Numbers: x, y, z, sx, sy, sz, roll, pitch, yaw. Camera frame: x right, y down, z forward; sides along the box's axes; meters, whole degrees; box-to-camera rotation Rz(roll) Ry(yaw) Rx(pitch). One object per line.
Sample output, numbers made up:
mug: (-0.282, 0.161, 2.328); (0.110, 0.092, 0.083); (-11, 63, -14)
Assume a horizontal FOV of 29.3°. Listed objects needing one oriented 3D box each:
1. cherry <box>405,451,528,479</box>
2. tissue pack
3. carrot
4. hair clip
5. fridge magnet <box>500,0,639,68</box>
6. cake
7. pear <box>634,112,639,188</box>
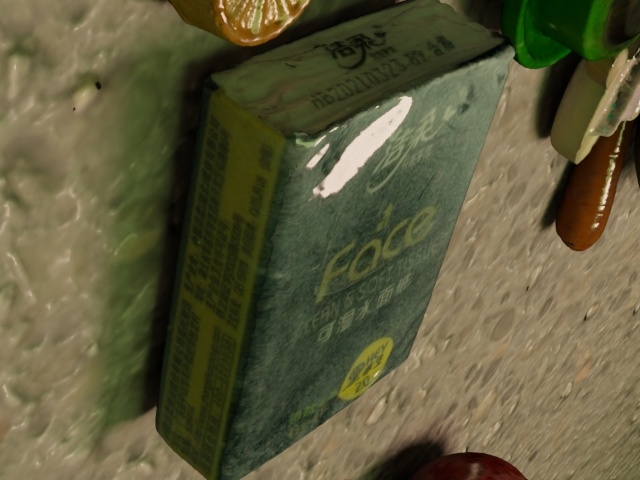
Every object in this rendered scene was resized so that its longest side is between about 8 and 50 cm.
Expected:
cherry: (0.143, 0.292, 1.181); (0.192, 0.175, 0.250); (-64, 155, -25)
tissue pack: (0.000, 0.000, 0.705); (0.185, 0.081, 0.257); (-30, 146, -41)
carrot: (0.253, -0.087, 1.075); (0.048, 0.048, 0.216); (-21, 133, -49)
hair clip: (0.241, -0.138, 0.927); (0.159, 0.071, 0.218); (-35, 164, -48)
fridge magnet: (0.188, -0.197, 0.775); (0.208, 0.088, 0.208); (-44, 158, -23)
cake: (-0.034, -0.128, 0.539); (0.084, 0.044, 0.084); (-41, 150, -30)
pear: (0.421, -0.086, 1.090); (0.283, 0.283, 0.284); (-39, 150, -28)
